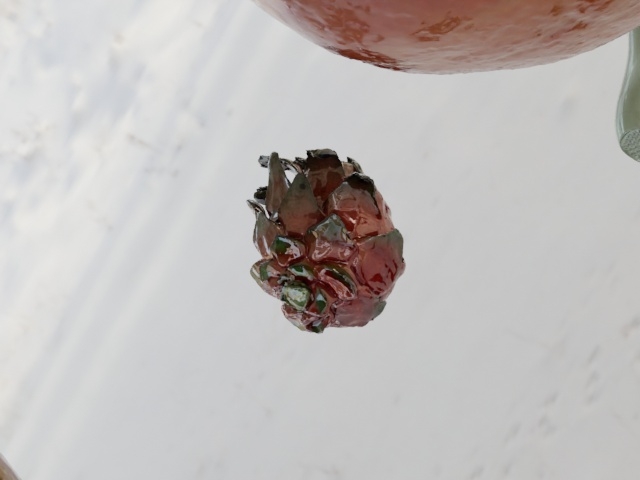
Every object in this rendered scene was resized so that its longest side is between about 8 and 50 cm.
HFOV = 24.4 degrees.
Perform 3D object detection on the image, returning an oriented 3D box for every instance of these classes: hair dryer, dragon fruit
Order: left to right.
[{"bbox_3d":[0.001,0.001,1.129,0.121,0.130,0.142,-12,-74,-81],"label":"dragon fruit"},{"bbox_3d":[0.444,-0.188,1.623,0.237,0.075,0.206,-6,50,24],"label":"hair dryer"}]

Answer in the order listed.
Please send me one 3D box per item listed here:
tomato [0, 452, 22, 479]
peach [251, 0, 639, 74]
[{"bbox_3d":[-0.288,0.247,0.937,0.303,0.239,0.303,-59,-2,-3],"label":"tomato"},{"bbox_3d":[0.064,-0.235,0.770,0.290,0.373,0.372,-59,18,19],"label":"peach"}]
